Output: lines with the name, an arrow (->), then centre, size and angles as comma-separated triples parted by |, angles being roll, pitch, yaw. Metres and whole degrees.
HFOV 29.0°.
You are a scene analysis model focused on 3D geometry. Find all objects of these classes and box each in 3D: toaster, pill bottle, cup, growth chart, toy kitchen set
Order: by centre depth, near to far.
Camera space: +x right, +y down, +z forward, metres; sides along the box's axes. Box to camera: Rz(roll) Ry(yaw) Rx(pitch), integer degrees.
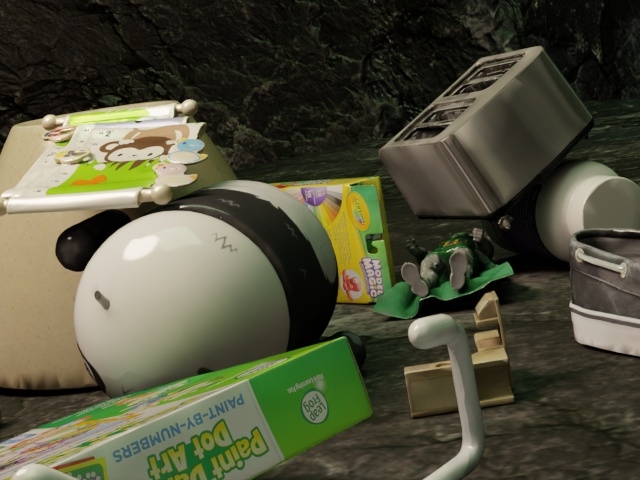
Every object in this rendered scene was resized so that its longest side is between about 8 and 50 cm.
toy kitchen set -> 0.097, 0.079, 0.897 | 0.075, 0.068, 0.083 | -10, 8, 5
growth chart -> -0.176, -0.070, 1.032 | 0.172, 0.021, 0.237 | -8, 24, 6
cup -> -0.206, -0.012, 1.247 | 0.331, 0.236, 0.331 | -7, 11, 1
toaster -> 0.172, -0.103, 1.275 | 0.168, 0.110, 0.186 | -43, 18, -17
pill bottle -> 0.256, -0.031, 1.296 | 0.108, 0.108, 0.193 | -13, 9, -18

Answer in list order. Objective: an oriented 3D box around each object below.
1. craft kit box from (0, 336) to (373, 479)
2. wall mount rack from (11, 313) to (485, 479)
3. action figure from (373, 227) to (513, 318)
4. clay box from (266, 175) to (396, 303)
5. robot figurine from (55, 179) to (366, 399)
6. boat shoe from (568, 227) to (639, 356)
craft kit box -> -0.139, 0.134, 0.707 | 0.247, 0.061, 0.250 | -16, 3, 44
wall mount rack -> 0.065, 0.111, 0.525 | 0.350, 0.130, 0.304 | -4, 11, 40
action figure -> 0.134, 0.022, 1.269 | 0.137, 0.063, 0.232 | -11, 5, 13
clay box -> 0.000, 0.000, 1.326 | 0.222, 0.127, 0.053 | -1, 12, 45
robot figurine -> -0.085, 0.047, 0.994 | 0.209, 0.173, 0.278 | -11, 8, 16
boat shoe -> 0.292, 0.029, 0.876 | 0.108, 0.102, 0.301 | -15, 10, -29
